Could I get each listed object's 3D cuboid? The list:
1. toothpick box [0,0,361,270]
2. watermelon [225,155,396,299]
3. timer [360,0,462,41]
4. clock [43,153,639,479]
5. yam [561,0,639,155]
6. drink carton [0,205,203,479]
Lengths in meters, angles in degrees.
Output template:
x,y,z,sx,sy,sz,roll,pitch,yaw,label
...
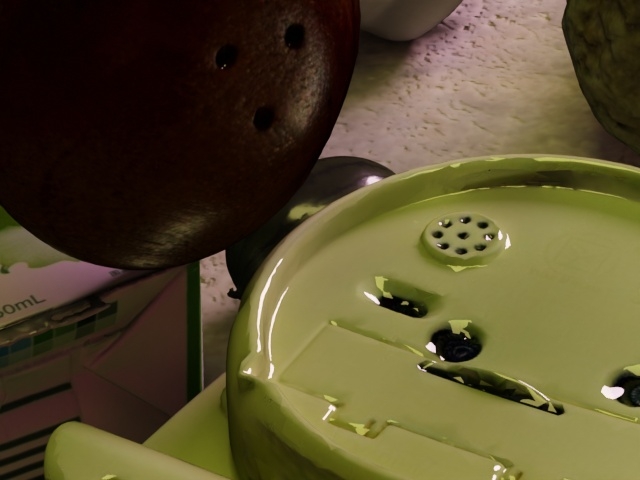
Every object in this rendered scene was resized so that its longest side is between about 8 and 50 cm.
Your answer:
x,y,z,sx,sy,sz,roll,pitch,yaw,label
-0.117,-0.108,0.780,0.192,0.192,0.294,-29,37,-30,toothpick box
0.000,0.000,0.884,0.110,0.078,0.078,-28,41,-28,watermelon
-0.027,-0.201,1.049,0.315,0.291,0.291,-2,29,-35,timer
0.082,0.074,0.734,0.286,0.117,0.348,16,41,26,clock
0.257,-0.174,0.999,0.195,0.195,0.300,11,38,21,yam
-0.177,0.017,0.856,0.161,0.108,0.271,-19,37,-23,drink carton
